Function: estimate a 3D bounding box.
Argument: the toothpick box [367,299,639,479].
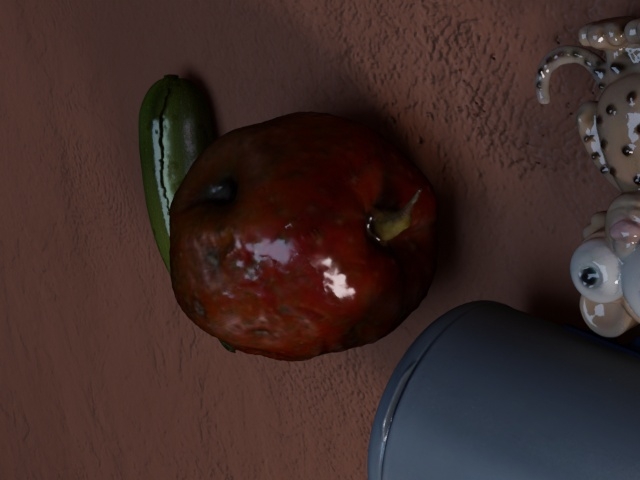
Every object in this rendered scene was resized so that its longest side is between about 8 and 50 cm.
[{"bbox_3d":[0.246,0.197,1.176,0.355,0.263,0.263,21,122,39],"label":"toothpick box"}]

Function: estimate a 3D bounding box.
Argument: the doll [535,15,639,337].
[{"bbox_3d":[0.264,-0.045,1.124,0.154,0.119,0.278,-10,96,45],"label":"doll"}]

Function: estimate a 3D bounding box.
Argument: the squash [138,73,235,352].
[{"bbox_3d":[-0.151,-0.022,1.594,0.094,0.094,0.340,4,111,46],"label":"squash"}]

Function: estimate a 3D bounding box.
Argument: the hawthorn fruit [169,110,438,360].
[{"bbox_3d":[-0.016,0.002,1.355,0.262,0.258,0.258,17,121,21],"label":"hawthorn fruit"}]
